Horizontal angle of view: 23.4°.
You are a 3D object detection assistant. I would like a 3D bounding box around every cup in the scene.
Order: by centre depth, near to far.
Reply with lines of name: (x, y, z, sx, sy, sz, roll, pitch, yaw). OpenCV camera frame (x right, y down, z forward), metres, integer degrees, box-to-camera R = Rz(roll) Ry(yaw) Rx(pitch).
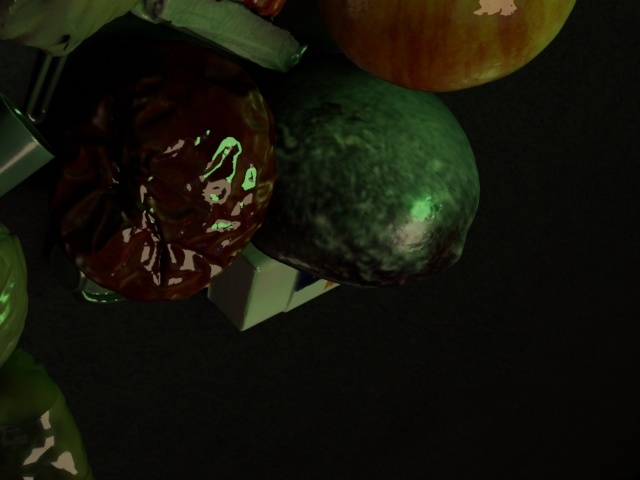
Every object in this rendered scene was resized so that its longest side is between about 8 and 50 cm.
cup: (-0.295, -0.082, 1.413, 0.077, 0.078, 0.100, -40, -177, 0)

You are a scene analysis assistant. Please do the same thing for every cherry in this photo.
cherry: (0.031, -0.073, 1.630, 0.255, 0.296, 0.218, -36, 145, -40)

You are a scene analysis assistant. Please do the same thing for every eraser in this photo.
eraser: (0.000, 0.000, 1.898, 0.287, 0.086, 0.130, -26, 147, -33)

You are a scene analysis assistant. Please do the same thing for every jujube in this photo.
jujube: (-0.144, -0.067, 1.481, 0.213, 0.213, 0.232, -4, 130, -52)

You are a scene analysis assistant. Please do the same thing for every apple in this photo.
apple: (0.126, -0.285, 1.490, 0.286, 0.286, 0.233, -39, 157, -13)

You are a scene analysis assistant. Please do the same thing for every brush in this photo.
brush: (-0.224, -0.213, 1.386, 0.062, 0.027, 0.266, -14, 142, -45)

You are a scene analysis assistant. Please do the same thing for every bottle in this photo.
bottle: (-0.169, -0.003, 1.661, 0.253, 0.079, 0.096, -21, 99, -39)

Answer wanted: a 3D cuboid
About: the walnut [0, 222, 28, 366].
walnut: (-0.328, 0.055, 1.151, 0.230, 0.178, 0.178, -29, 150, -8)

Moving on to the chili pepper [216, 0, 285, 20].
chili pepper: (-0.036, -0.331, 1.401, 0.144, 0.136, 0.253, 28, 97, -26)

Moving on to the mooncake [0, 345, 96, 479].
mooncake: (-0.396, 0.252, 1.362, 0.394, 0.393, 0.246, -3, 142, -5)

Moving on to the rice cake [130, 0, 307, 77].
rice cake: (-0.098, -0.214, 1.525, 0.270, 0.049, 0.055, 12, 100, -59)

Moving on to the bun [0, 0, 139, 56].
bun: (-0.204, -0.255, 1.096, 0.281, 0.205, 0.282, -11, 123, -17)
